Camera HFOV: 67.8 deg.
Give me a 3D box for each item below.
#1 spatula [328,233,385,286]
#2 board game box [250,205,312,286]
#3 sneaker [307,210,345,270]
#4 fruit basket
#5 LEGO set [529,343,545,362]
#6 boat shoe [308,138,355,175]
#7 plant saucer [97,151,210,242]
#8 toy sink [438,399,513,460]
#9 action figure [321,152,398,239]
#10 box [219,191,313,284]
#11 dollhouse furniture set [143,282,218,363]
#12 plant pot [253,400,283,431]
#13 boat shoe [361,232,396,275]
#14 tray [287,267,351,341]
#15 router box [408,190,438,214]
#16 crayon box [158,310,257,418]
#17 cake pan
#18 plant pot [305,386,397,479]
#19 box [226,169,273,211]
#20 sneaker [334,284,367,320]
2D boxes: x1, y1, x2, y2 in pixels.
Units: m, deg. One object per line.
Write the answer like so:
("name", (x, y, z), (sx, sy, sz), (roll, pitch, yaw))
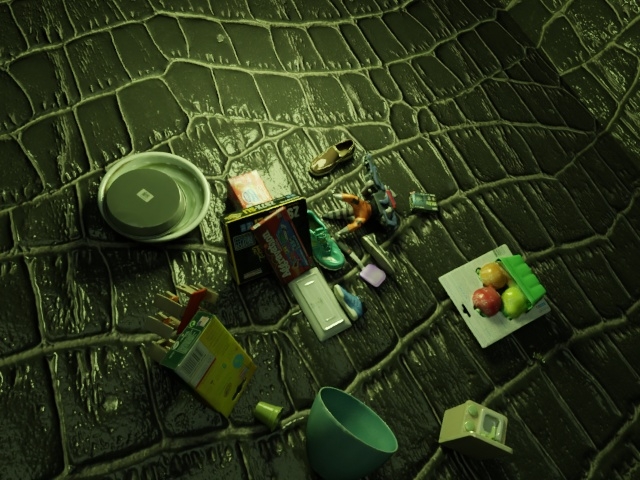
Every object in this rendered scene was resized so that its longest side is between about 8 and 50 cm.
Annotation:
("spatula", (0.137, 0.071, 1.931), (0.296, 0.030, 0.084), (42, 59, 11))
("board game box", (-0.138, 0.026, 1.751), (0.145, 0.281, 0.027), (-35, 36, -15))
("sneaker", (0.000, 0.000, 1.884), (0.107, 0.110, 0.275), (-31, 72, -14))
("fruit basket", (0.711, 0.222, 1.953), (0.352, 0.165, 0.327), (-27, 70, -9))
("LEGO set", (0.871, 0.459, 1.919), (0.054, 0.023, 0.083), (5, 47, -14))
("boat shoe", (0.052, -0.381, 2.121), (0.257, 0.095, 0.095), (-37, 76, -29))
("plant saucer", (-0.625, -0.152, 1.814), (0.400, 0.101, 0.401), (6, 61, -12))
("toy sink", (0.527, 0.636, 1.603), (0.152, 0.234, 0.131), (24, 59, 0))
("action figure", (0.174, -0.179, 2.004), (0.330, 0.178, 0.342), (-13, 86, -27))
("box", (-0.193, -0.010, 1.765), (0.321, 0.257, 0.079), (-20, 30, -24))
("dollhouse furniture set", (-0.442, 0.280, 1.547), (0.135, 0.262, 0.259), (25, 97, 11))
("plant pot", (-0.174, 0.565, 1.555), (0.079, 0.083, 0.083), (23, 58, 14))
("boat shoe", (0.252, 0.052, 1.948), (0.065, 0.075, 0.206), (-30, 68, -24))
("tray", (-0.004, 0.234, 1.805), (0.145, 0.030, 0.270), (-24, 70, -24))
("router box", (0.463, -0.168, 2.145), (0.122, 0.038, 0.092), (5, 61, -12))
("crayon box", (-0.343, 0.400, 1.515), (0.081, 0.319, 0.202), (7, 50, 34))
("cake pan", (-0.632, -0.144, 1.719), (0.293, 0.054, 0.293), (7, 60, -11))
("plant pot", (0.067, 0.631, 1.489), (0.290, 0.290, 0.196), (33, 95, 5))
("box", (-0.260, -0.132, 1.885), (0.128, 0.123, 0.257), (-23, 70, -24))
("sneaker", (0.120, 0.222, 1.825), (0.084, 0.058, 0.152), (-29, 77, -21))
